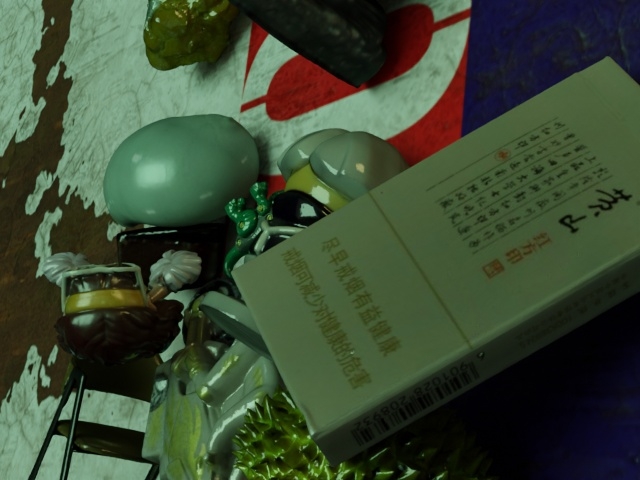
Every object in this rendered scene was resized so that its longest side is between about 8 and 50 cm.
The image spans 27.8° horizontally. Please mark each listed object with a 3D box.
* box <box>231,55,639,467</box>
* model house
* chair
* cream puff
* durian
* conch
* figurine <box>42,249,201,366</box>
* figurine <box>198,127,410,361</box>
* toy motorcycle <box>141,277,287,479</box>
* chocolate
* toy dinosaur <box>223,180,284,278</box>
[{"bbox_3d":[0.124,0.006,1.015,0.365,0.051,0.205,-30,42,0],"label":"box"},{"bbox_3d":[0.030,-0.351,1.313,0.301,0.271,0.190,-48,45,12],"label":"model house"},{"bbox_3d":[-0.230,0.231,1.465,0.172,0.158,0.247,21,93,57],"label":"chair"},{"bbox_3d":[-0.159,-0.282,1.649,0.146,0.116,0.146,9,-90,-86],"label":"cream puff"},{"bbox_3d":[0.046,0.192,1.066,0.176,0.200,0.237,-38,43,4],"label":"durian"},{"bbox_3d":[-0.172,-0.087,1.542,0.221,0.185,0.121,-5,108,34],"label":"conch"},{"bbox_3d":[-0.216,0.073,1.395,0.240,0.174,0.116,-92,1,-84],"label":"figurine"},{"bbox_3d":[0.000,0.000,1.254,0.176,0.133,0.236,14,66,52],"label":"figurine"},{"bbox_3d":[-0.092,0.181,1.341,0.223,0.108,0.341,-16,55,39],"label":"toy motorcycle"},{"bbox_3d":[-0.178,0.024,1.534,0.148,0.125,0.080,2,99,50],"label":"chocolate"},{"bbox_3d":[-0.064,-0.005,1.437,0.132,0.059,0.096,-41,50,25],"label":"toy dinosaur"}]
